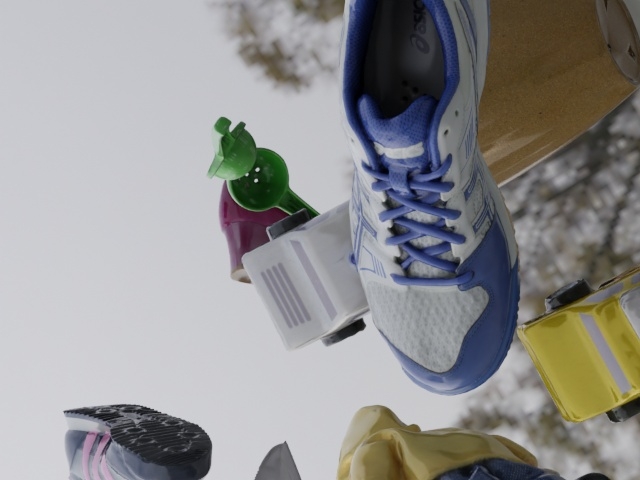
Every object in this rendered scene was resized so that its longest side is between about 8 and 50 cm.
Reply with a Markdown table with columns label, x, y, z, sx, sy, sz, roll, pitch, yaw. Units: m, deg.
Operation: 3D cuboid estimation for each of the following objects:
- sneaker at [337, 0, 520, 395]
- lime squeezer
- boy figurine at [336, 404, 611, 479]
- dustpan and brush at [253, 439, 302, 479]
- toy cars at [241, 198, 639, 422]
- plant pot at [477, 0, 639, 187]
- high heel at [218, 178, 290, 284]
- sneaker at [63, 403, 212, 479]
| label | x | y | z | sx | sy | sz | roll | pitch | yaw |
| --- | --- | --- | --- | --- | --- | --- | --- | --- | --- |
| sneaker | 0.053 | -0.044 | 1.129 | 0.131 | 0.112 | 0.296 | -18 | -80 | -72 |
| lime squeezer | -0.054 | -0.051 | 1.555 | 0.110 | 0.059 | 0.310 | 50 | -176 | 33 |
| boy figurine | 0.094 | 0.193 | 1.418 | 0.177 | 0.285 | 0.092 | -4 | -83 | -35 |
| dustpan and brush | -0.067 | 0.346 | 2.007 | 0.147 | 0.060 | 0.211 | 73 | -159 | -46 |
| toy cars | 0.130 | 0.034 | 1.262 | 0.087 | 0.394 | 0.176 | -27 | -50 | -76 |
| plant pot | 0.196 | -0.174 | 1.883 | 0.237 | 0.254 | 0.237 | 37 | -137 | -45 |
| high heel | 0.000 | 0.000 | 1.919 | 0.244 | 0.082 | 0.117 | 8 | -118 | -29 |
| sneaker | -0.199 | 0.262 | 2.009 | 0.319 | 0.112 | 0.131 | -171 | 80 | -67 |
